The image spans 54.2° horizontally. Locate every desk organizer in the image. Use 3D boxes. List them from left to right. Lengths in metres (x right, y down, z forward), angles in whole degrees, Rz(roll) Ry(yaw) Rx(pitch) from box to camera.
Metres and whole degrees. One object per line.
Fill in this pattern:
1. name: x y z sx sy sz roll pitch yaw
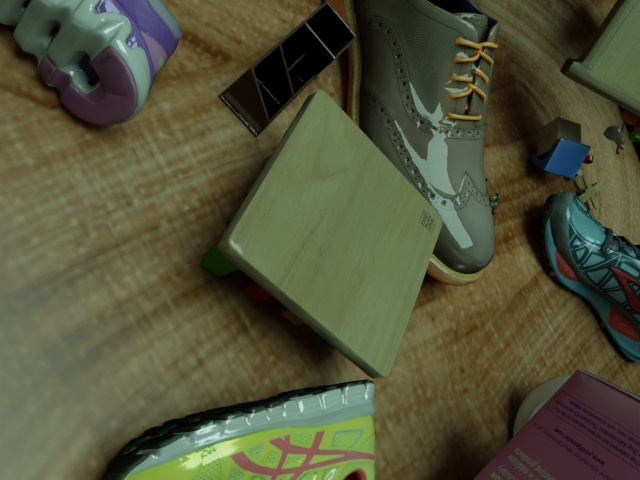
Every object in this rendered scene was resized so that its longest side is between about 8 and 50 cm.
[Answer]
1. desk organizer: -0.024 -0.153 0.545 0.047 0.050 0.130 47 52 -14

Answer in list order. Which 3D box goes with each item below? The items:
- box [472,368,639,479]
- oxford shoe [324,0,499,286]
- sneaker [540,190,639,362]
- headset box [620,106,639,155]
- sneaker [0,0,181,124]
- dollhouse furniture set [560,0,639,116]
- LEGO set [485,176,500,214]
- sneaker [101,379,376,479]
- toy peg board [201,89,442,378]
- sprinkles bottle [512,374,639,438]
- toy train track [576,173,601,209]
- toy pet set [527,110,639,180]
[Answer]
1. box: 0.199 0.262 0.450 0.243 0.117 0.213 -45 105 -5
2. oxford shoe: 0.103 -0.139 0.583 0.130 0.133 0.363 -10 80 -40
3. sneaker: 0.364 0.030 0.725 0.262 0.125 0.104 44 52 -16
4. headset box: 0.619 -0.189 1.009 0.293 0.110 0.217 -11 80 -39
5. sneaker: -0.184 -0.195 0.421 0.236 0.095 0.104 51 44 -17
6. dollhouse furniture set: 0.439 -0.295 0.775 0.362 0.256 0.394 31 25 4
7. LEGO set: 0.164 -0.060 0.678 0.054 0.024 0.083 -48 118 -36
8. sneaker: -0.035 0.151 0.408 0.209 0.082 0.094 -1 77 -38
9. toy peg board: 0.000 0.000 0.495 0.161 0.079 0.161 43 54 -24
10. sprinkles bottle: 0.360 0.225 0.654 0.356 0.121 0.121 18 64 -32
11. toy train track: 0.337 -0.055 0.810 0.083 0.014 0.048 -30 100 -34
12. toy pet set: 0.322 -0.103 0.753 0.114 0.122 0.065 13 71 -16
